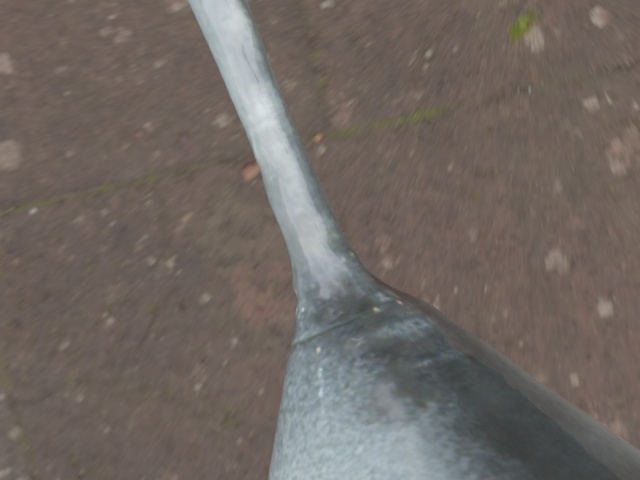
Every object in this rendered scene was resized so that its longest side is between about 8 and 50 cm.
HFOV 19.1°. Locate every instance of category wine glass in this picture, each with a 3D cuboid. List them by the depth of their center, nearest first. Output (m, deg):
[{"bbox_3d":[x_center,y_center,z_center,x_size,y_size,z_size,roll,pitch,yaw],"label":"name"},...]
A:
[{"bbox_3d":[0.000,0.000,0.411,0.156,0.156,0.232,-23,84,9],"label":"wine glass"}]
